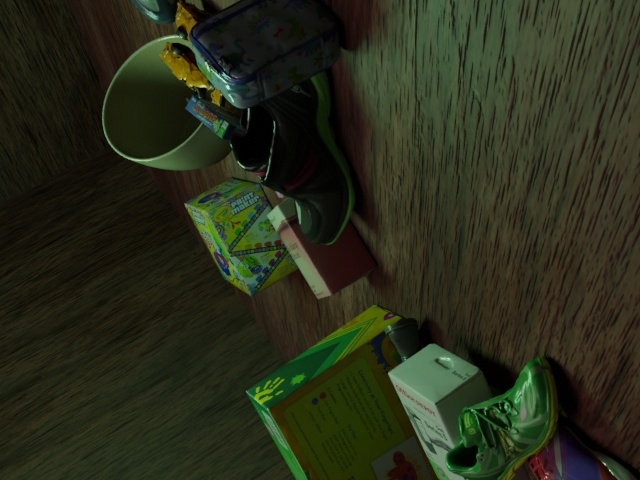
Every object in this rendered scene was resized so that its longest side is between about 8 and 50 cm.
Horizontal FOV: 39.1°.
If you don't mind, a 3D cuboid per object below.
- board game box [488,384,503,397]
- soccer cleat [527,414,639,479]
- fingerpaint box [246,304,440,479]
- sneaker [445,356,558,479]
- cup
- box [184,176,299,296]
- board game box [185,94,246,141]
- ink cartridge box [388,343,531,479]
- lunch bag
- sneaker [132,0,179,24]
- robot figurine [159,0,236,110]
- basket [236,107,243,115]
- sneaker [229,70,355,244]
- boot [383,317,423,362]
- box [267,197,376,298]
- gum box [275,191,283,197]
[{"bbox_3d":[0.315,0.324,1.790,0.092,0.043,0.181,62,165,-14],"label":"board game box"},{"bbox_3d":[0.395,0.375,1.479,0.318,0.116,0.108,34,152,58],"label":"soccer cleat"},{"bbox_3d":[0.100,0.438,2.077,0.445,0.371,0.163,62,163,-18],"label":"fingerpaint box"},{"bbox_3d":[0.298,0.310,1.491,0.109,0.123,0.295,-97,24,-51],"label":"sneaker"},{"bbox_3d":[-0.332,-0.303,2.220,0.331,0.331,0.237,50,-173,31],"label":"cup"},{"bbox_3d":[-0.232,-0.019,2.646,0.279,0.177,0.290,64,165,-16],"label":"box"},{"bbox_3d":[-0.165,-0.230,1.863,0.136,0.035,0.201,40,-165,35],"label":"board game box"},{"bbox_3d":[0.262,0.355,1.704,0.273,0.115,0.198,64,165,-18],"label":"ink cartridge box"},{"bbox_3d":[-0.093,-0.325,1.473,0.176,0.219,0.090,50,163,31],"label":"lunch bag"},{"bbox_3d":[-0.433,-0.664,2.133,0.319,0.112,0.131,59,168,-6],"label":"sneaker"},{"bbox_3d":[-0.243,-0.398,1.996,0.291,0.085,0.211,46,124,31],"label":"robot figurine"},{"bbox_3d":[-0.128,-0.323,1.827,0.113,0.103,0.167,44,159,45],"label":"basket"},{"bbox_3d":[-0.069,-0.172,1.737,0.185,0.202,0.483,45,160,44],"label":"sneaker"},{"bbox_3d":[0.208,0.276,1.879,0.189,0.076,0.208,44,-152,-63],"label":"boot"},{"bbox_3d":[0.000,0.000,2.010,0.232,0.127,0.148,58,166,0],"label":"box"},{"bbox_3d":[-0.102,-0.194,2.010,0.107,0.062,0.188,76,170,-48],"label":"gum box"}]
